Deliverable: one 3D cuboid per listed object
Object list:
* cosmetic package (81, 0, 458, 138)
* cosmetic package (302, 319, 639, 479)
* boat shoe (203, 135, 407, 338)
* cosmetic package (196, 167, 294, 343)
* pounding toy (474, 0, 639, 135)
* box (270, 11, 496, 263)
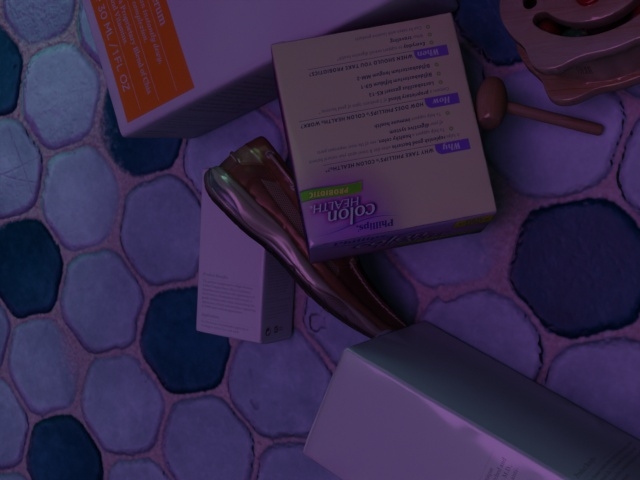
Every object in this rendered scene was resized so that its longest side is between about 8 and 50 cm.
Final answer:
[{"bbox_3d":[-0.080,-0.314,1.300,0.453,0.161,0.230,-22,83,31],"label":"cosmetic package"},{"bbox_3d":[0.201,0.253,1.151,0.385,0.217,0.156,28,108,28],"label":"cosmetic package"},{"bbox_3d":[0.000,0.000,1.274,0.324,0.123,0.116,45,83,-9],"label":"boat shoe"},{"bbox_3d":[-0.100,0.018,1.390,0.117,0.085,0.231,8,97,31],"label":"cosmetic package"},{"bbox_3d":[0.298,-0.222,1.130,0.269,0.155,0.154,-15,58,23],"label":"pounding toy"},{"bbox_3d":[0.069,-0.116,1.179,0.213,0.117,0.243,-11,79,-2],"label":"box"}]
